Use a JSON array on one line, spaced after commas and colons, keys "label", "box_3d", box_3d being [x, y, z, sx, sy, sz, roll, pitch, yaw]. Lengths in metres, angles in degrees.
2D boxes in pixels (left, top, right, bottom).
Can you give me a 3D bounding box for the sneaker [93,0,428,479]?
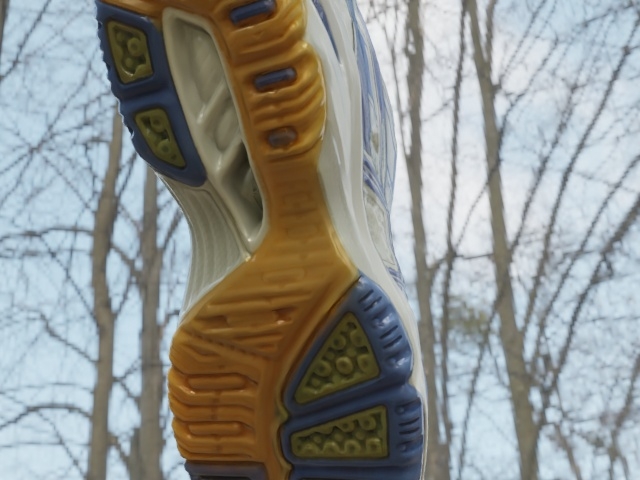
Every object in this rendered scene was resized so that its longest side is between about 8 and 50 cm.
[{"label": "sneaker", "box_3d": [0.000, 0.000, 0.528, 0.111, 0.131, 0.297, -1, -73, 21]}]
